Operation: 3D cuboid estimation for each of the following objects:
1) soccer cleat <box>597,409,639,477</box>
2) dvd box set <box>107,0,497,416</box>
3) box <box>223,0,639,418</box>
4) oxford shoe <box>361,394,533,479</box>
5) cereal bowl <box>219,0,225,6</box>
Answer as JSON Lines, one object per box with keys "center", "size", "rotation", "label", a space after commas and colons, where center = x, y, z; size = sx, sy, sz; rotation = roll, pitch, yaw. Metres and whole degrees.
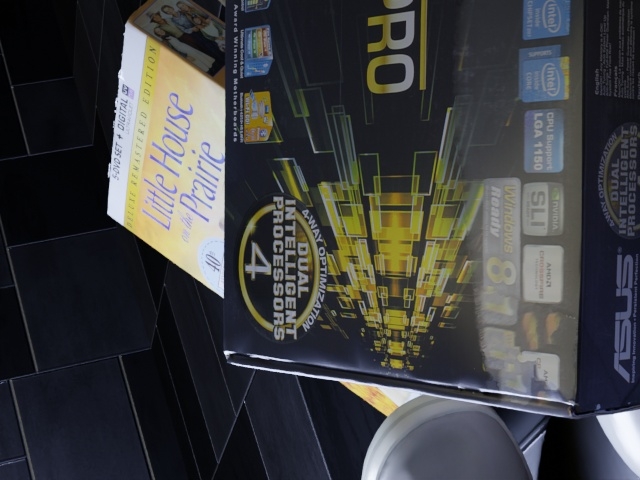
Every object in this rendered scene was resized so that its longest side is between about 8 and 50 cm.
{"center": [0.165, 0.019, 0.882], "size": [0.116, 0.143, 0.331], "rotation": [140, 117, -69], "label": "soccer cleat"}
{"center": [0.000, 0.000, 1.116], "size": [0.420, 0.062, 0.308], "rotation": [35, 149, 8], "label": "dvd box set"}
{"center": [0.066, -0.103, 0.809], "size": [0.318, 0.097, 0.395], "rotation": [3, 93, 47], "label": "box"}
{"center": [0.140, 0.329, 1.112], "size": [0.130, 0.169, 0.450], "rotation": [-131, 27, -61], "label": "oxford shoe"}
{"center": [-0.006, -0.319, 1.099], "size": [0.339, 0.141, 0.339], "rotation": [37, 156, 19], "label": "cereal bowl"}
